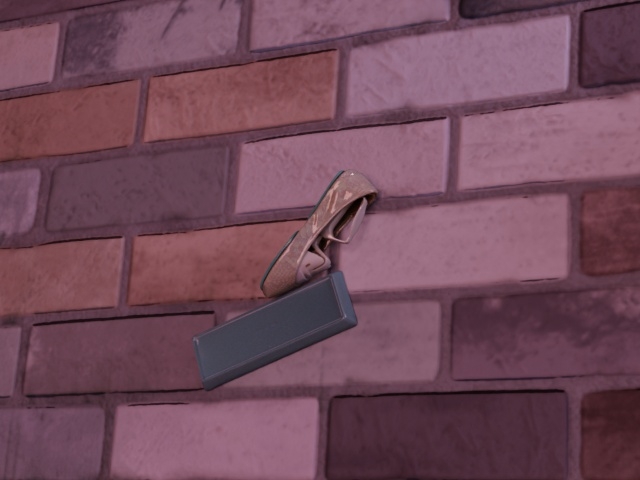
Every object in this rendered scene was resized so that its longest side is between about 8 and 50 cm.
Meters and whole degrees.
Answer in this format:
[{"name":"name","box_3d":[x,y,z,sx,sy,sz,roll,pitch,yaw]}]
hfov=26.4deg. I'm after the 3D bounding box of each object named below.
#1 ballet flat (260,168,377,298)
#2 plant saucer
[{"name":"ballet flat","box_3d":[0.000,0.000,1.453,0.052,0.057,0.168,35,91,22]},{"name":"plant saucer","box_3d":[-0.055,0.096,1.469,0.192,0.018,0.067,-25,64,17]}]
